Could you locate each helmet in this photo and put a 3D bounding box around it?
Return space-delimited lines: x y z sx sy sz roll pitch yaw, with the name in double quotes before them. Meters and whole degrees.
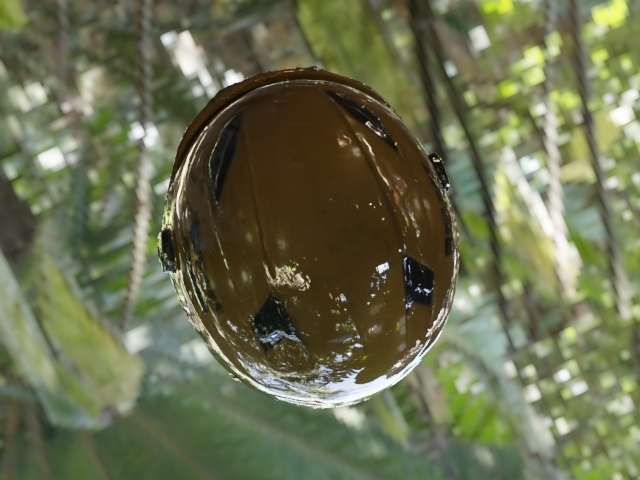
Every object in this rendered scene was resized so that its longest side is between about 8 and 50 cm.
"helmet" 0.000 0.000 1.233 0.198 0.224 0.130 -15 -175 -10
